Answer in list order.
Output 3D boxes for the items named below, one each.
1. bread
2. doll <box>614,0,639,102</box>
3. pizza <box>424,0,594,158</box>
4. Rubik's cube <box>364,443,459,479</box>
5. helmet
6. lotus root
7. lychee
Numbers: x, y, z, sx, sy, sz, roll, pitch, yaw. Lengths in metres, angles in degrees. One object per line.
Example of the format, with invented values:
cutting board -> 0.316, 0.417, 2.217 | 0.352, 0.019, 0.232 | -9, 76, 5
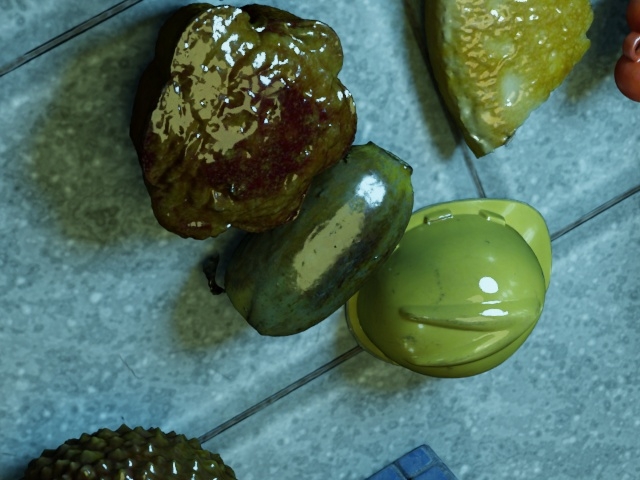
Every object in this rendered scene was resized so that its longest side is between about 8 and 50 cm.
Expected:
bread -> -0.079, -0.117, 1.879 | 0.232, 0.135, 0.247 | 7, 111, -27
doll -> 0.411, -0.271, 2.024 | 0.290, 0.130, 0.161 | -46, 138, -15
pizza -> 0.197, -0.258, 1.971 | 0.182, 0.074, 0.365 | -12, 118, -17
Rubik's cube -> 0.109, 0.420, 2.169 | 0.237, 0.237, 0.238 | -32, 122, -8
helmet -> 0.166, 0.072, 2.084 | 0.257, 0.140, 0.205 | -16, 120, -13
lotus root -> 0.000, 0.000, 1.981 | 0.241, 0.123, 0.124 | -46, 133, 6
lychee -> -0.205, 0.311, 1.977 | 0.267, 0.267, 0.267 | -10, 118, -19
